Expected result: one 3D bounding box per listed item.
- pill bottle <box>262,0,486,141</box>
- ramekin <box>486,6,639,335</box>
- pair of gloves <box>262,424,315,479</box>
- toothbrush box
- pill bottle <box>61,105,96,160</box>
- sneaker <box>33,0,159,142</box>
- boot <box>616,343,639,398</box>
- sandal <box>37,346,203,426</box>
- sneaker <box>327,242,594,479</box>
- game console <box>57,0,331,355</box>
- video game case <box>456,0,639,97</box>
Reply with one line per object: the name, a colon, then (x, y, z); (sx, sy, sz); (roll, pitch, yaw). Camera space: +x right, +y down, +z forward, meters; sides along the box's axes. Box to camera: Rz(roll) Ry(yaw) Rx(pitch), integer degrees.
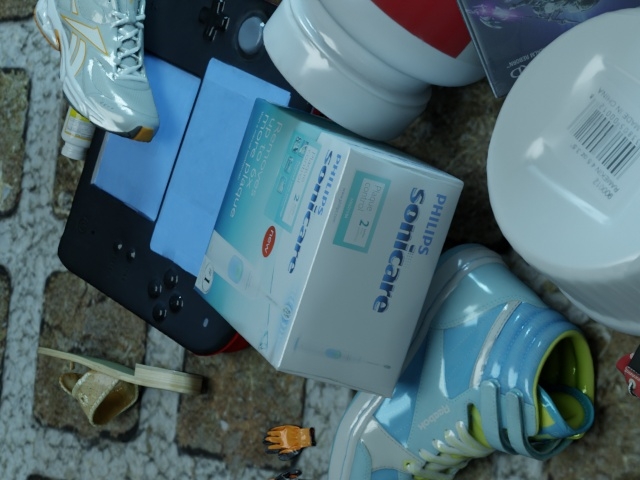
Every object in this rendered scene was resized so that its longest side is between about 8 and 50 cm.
pill bottle: (0.130, -0.295, 1.687); (0.408, 0.229, 0.229); (-49, 57, 26)
ramekin: (0.278, -0.066, 1.562); (0.277, 0.135, 0.277); (-16, 63, 33)
pair of gloves: (-0.035, 0.238, 1.921); (0.074, 0.010, 0.083); (-7, 82, 40)
toothbrush box: (0.000, 0.000, 1.750); (0.295, 0.126, 0.216); (37, 110, 66)
pill bottle: (-0.282, -0.139, 2.149); (0.043, 0.043, 0.083); (27, 104, 39)
sneaker: (-0.237, -0.225, 2.038); (0.121, 0.099, 0.262); (-49, 53, 24)
boot: (0.318, 0.187, 1.576); (0.176, 0.088, 0.244); (20, 91, 41)
sandal: (-0.240, 0.174, 2.053); (0.240, 0.088, 0.079); (6, 84, 36)
sneaker: (0.139, 0.183, 1.702); (0.208, 0.127, 0.319); (35, 109, 39)
game console: (-0.143, -0.095, 2.017); (0.342, 0.060, 0.387); (28, 103, 39)
video game case: (0.201, -0.262, 1.564); (0.196, 0.274, 0.026); (-23, 44, 5)
